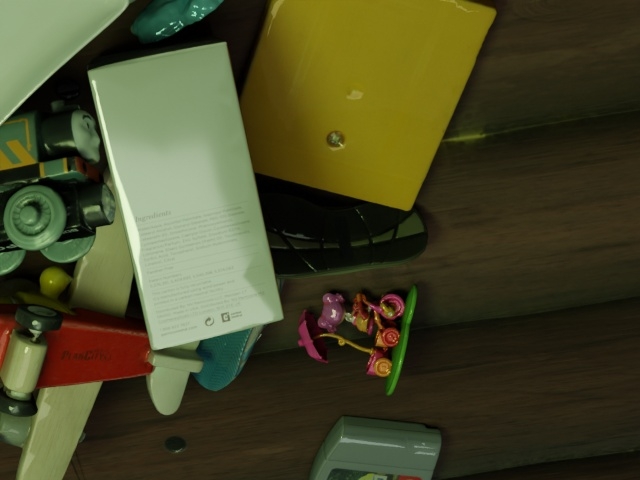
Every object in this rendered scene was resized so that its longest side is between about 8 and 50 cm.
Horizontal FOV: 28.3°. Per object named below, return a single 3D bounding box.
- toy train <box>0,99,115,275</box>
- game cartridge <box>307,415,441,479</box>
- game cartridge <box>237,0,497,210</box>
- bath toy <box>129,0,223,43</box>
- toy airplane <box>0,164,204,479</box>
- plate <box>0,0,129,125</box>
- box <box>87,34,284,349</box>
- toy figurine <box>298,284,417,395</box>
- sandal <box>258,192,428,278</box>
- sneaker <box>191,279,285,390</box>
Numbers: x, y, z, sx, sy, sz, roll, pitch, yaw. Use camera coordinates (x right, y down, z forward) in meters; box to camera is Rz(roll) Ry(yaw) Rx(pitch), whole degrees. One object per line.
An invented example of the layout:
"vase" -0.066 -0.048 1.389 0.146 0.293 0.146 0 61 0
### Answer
"toy train" -0.410 -0.057 1.515 0.334 0.190 0.142 -11 169 9
"game cartridge" 0.075 0.420 2.129 0.196 0.060 0.294 9 124 -5
"game cartridge" 0.043 -0.210 1.687 0.285 0.052 0.323 14 121 -13
"bath toy" -0.265 -0.388 1.487 0.348 0.129 0.151 42 74 -28
"toy airplane" -0.350 0.125 1.788 0.386 0.272 0.384 -44 138 -25
"plate" -0.404 -0.281 1.430 0.278 0.045 0.277 -42 103 7
"box" -0.171 -0.069 1.587 0.168 0.215 0.345 -13 103 -7
"toy figurine" 0.048 0.130 1.898 0.159 0.130 0.173 14 102 -2
"sandal" 0.001 0.002 1.797 0.303 0.120 0.086 3 168 -16
"sneaker" -0.120 0.131 1.876 0.087 0.092 0.228 40 122 13
